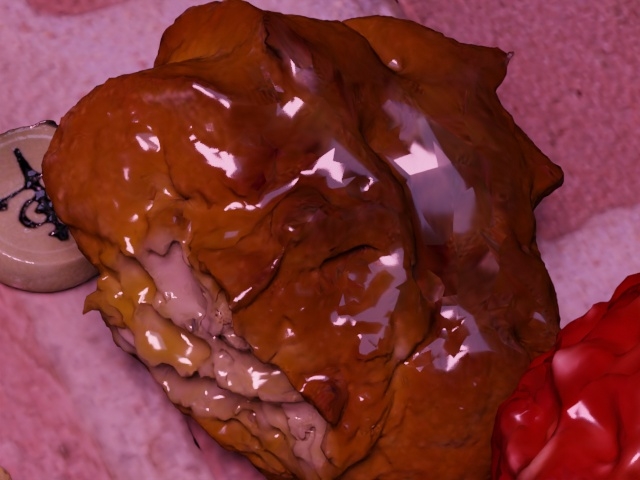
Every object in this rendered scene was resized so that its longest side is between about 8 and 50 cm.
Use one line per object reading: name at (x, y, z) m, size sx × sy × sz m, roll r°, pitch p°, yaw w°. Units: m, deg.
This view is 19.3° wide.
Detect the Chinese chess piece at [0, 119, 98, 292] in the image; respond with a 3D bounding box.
Chinese chess piece at (-0.136, -0.016, 0.912) m, size 0.084 × 0.034 × 0.084 m, roll 6°, pitch 61°, yaw -11°

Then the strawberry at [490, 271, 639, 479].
strawberry at (0.222, 0.113, 0.817) m, size 0.318 × 0.295 × 0.345 m, roll 29°, pitch 23°, yaw -2°

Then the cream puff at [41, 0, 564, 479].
cream puff at (0.000, 0.000, 0.868) m, size 0.269 × 0.155 × 0.241 m, roll 21°, pitch 56°, yaw -26°

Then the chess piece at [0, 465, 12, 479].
chess piece at (-0.151, 0.161, 0.797) m, size 0.060 × 0.060 × 0.172 m, roll -2°, pitch 59°, yaw -16°
